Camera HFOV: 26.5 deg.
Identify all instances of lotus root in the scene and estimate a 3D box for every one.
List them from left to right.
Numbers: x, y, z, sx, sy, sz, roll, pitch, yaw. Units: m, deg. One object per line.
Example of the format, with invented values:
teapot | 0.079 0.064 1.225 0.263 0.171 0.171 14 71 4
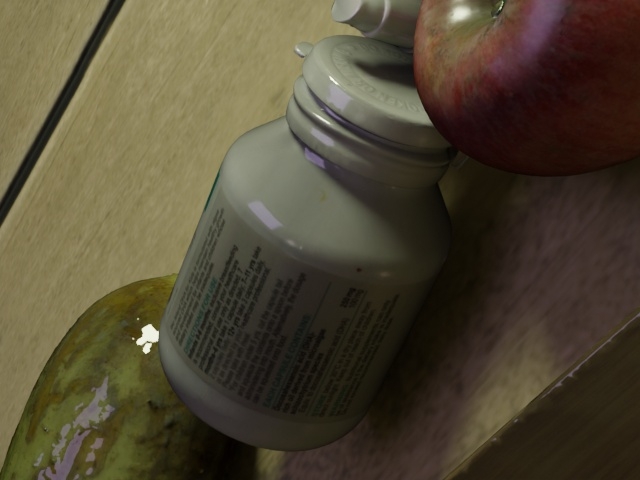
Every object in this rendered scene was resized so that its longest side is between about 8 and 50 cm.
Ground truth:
lotus root | -0.132 0.138 0.929 0.173 0.173 0.309 22 90 58

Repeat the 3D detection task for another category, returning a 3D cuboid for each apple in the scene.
apple | 0.120 -0.103 0.643 0.153 0.120 0.153 -40 41 46

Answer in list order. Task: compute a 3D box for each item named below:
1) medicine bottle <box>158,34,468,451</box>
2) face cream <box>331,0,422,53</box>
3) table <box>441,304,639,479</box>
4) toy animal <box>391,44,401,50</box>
medicine bottle | 0.000 0.000 0.757 0.215 0.135 0.135 -66 32 29
face cream | 0.064 -0.111 0.718 0.034 0.130 0.034 -14 73 54
table | 0.113 0.129 0.548 0.226 0.167 0.167 -46 42 26
toy animal | 0.059 -0.269 0.711 0.183 0.247 0.310 57 142 31
